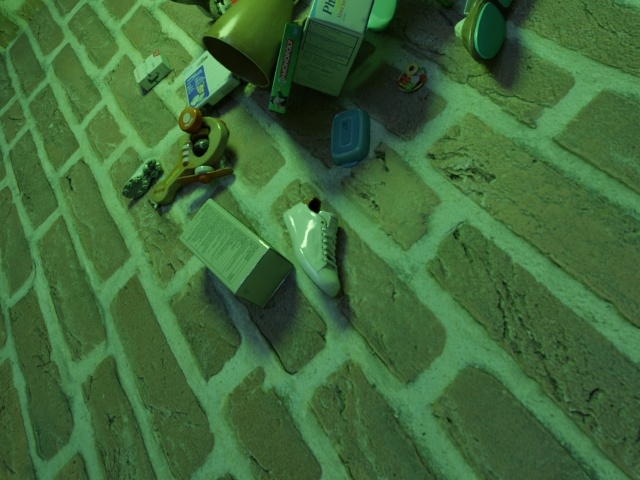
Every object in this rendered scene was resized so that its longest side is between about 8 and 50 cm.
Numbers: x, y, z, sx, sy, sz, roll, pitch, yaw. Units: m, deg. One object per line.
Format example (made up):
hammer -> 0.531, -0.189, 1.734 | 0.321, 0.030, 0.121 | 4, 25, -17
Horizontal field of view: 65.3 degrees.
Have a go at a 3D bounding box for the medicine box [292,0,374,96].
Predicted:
medicine box -> 0.043, -0.593, 1.362 | 0.149, 0.289, 0.264 | 18, 73, -7

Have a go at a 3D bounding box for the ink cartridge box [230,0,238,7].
ink cartridge box -> -0.226, -0.833, 1.746 | 0.078, 0.134, 0.231 | 7, 73, 33

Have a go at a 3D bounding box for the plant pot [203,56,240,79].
plant pot -> -0.330, -0.616, 1.756 | 0.236, 0.032, 0.236 | -13, 68, 33

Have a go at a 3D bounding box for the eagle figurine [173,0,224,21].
eagle figurine -> -0.405, -0.866, 1.784 | 0.226, 0.225, 0.298 | -4, 45, 23

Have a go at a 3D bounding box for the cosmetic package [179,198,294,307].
cosmetic package -> -0.230, 0.030, 1.347 | 0.296, 0.129, 0.153 | 38, 88, 38

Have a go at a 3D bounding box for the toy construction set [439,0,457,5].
toy construction set -> 0.274, -0.839, 1.356 | 0.257, 0.308, 0.237 | -59, 26, 13

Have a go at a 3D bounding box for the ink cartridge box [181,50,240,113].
ink cartridge box -> -0.382, -0.561, 1.725 | 0.206, 0.045, 0.208 | -31, 60, 24

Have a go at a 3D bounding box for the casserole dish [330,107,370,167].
casserole dish -> 0.077, -0.289, 1.369 | 0.114, 0.037, 0.188 | -10, 62, 27

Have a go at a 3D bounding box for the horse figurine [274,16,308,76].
horse figurine -> -0.099, -0.644, 1.623 | 0.263, 0.066, 0.174 | -32, 58, 21

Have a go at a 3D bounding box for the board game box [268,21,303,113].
board game box -> -0.100, -0.460, 1.380 | 0.317, 0.046, 0.214 | -112, 35, -76

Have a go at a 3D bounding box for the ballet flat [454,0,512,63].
ballet flat -> 0.412, -0.579, 1.268 | 0.124, 0.116, 0.342 | 2, 67, 53

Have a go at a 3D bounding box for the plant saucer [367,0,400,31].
plant saucer -> 0.144, -0.757, 1.403 | 0.043, 0.318, 0.318 | -25, 52, -15

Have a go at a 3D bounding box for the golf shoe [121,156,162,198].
golf shoe -> -0.627, -0.222, 1.759 | 0.176, 0.069, 0.086 | -44, 33, 3

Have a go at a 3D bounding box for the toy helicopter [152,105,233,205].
toy helicopter -> -0.419, -0.235, 1.612 | 0.355, 0.140, 0.235 | -44, 61, 19

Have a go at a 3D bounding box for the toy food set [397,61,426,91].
toy food set -> 0.246, -0.437, 1.345 | 0.083, 0.020, 0.082 | -47, 53, 4

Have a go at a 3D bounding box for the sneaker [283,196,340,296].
sneaker -> 0.000, 0.000, 1.235 | 0.123, 0.106, 0.290 | -36, 53, 15

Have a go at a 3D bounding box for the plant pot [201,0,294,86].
plant pot -> -0.193, -0.647, 1.531 | 0.237, 0.237, 0.254 | 28, 85, 37

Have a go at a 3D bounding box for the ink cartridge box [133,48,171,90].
ink cartridge box -> -0.668, -0.677, 1.989 | 0.135, 0.056, 0.099 | -35, 54, 12
